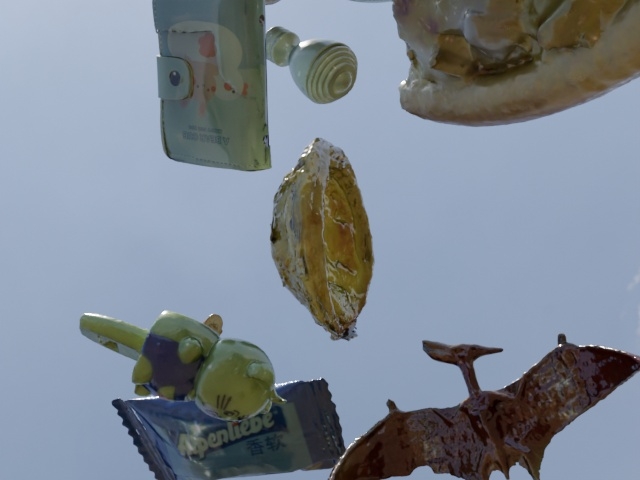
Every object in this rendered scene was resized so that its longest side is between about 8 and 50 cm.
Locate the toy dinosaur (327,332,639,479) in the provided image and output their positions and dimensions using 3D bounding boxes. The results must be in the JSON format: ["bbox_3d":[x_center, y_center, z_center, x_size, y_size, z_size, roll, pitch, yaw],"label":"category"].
[{"bbox_3d":[0.182,0.191,0.836,0.113,0.327,0.206,34,-120,-55],"label":"toy dinosaur"}]

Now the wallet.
[{"bbox_3d":[-0.149,-0.227,1.085,0.075,0.176,0.250,-31,-55,-56],"label":"wallet"}]

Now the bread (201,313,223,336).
[{"bbox_3d":[-0.216,0.184,1.387,0.103,0.062,0.049,-42,-59,8],"label":"bread"}]

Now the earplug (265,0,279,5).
[{"bbox_3d":[-0.070,-0.522,1.223,0.172,0.301,0.172,4,-103,-20],"label":"earplug"}]

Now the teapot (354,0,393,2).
[{"bbox_3d":[0.063,-0.279,0.639,0.193,0.294,0.129,-16,-41,18],"label":"teapot"}]

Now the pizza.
[{"bbox_3d":[0.109,-0.179,0.374,0.089,0.323,0.223,-9,-97,-26],"label":"pizza"}]

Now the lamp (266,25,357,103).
[{"bbox_3d":[-0.021,-0.294,1.270,0.106,0.193,0.106,-31,-40,-30],"label":"lamp"}]

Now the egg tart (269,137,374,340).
[{"bbox_3d":[0.000,0.000,1.057,0.095,0.278,0.279,-6,-47,19],"label":"egg tart"}]

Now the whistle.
[{"bbox_3d":[-0.141,0.124,0.788,0.105,0.228,0.085,103,-173,-58],"label":"whistle"}]

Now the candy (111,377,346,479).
[{"bbox_3d":[-0.126,0.286,1.118,0.331,0.077,0.187,-11,-64,15],"label":"candy"}]
